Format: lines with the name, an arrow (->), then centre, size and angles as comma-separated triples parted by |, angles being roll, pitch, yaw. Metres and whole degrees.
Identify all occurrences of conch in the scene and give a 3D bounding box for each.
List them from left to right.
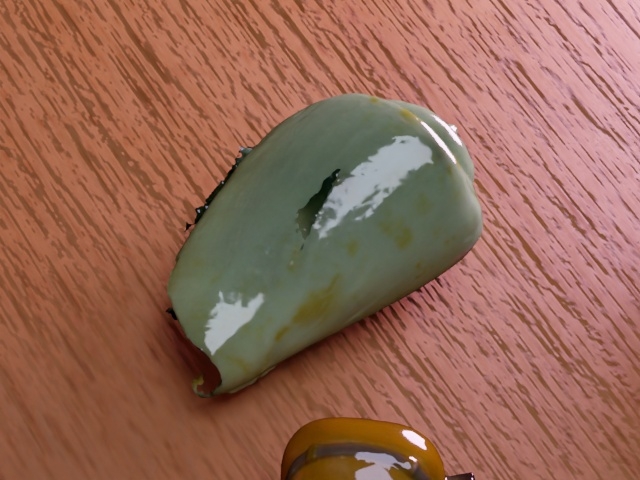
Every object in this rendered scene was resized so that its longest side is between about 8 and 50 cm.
conch -> -0.006, -0.010, 1.304 | 0.250, 0.137, 0.143 | -28, 90, -11

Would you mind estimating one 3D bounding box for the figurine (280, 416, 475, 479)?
figurine -> 0.009, 0.211, 1.085 | 0.192, 0.167, 0.257 | 2, 48, 3
